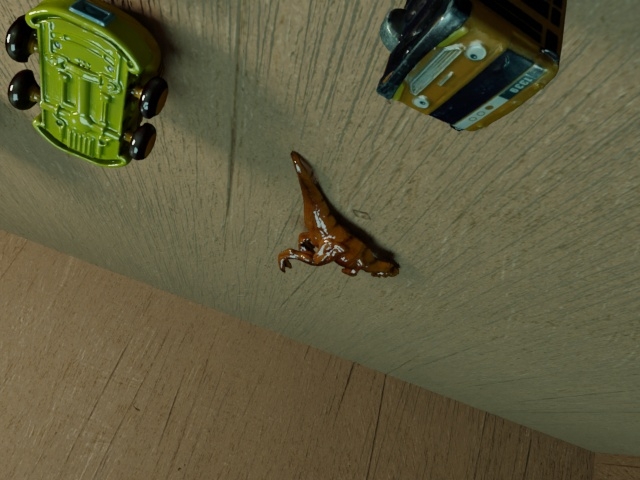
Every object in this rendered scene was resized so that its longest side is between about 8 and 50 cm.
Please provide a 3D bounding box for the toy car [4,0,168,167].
[{"bbox_3d":[-0.315,-0.231,0.670,0.200,0.142,0.248,25,136,-14],"label":"toy car"}]

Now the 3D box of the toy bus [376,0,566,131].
[{"bbox_3d":[0.122,-0.186,0.354,0.114,0.201,0.098,24,156,-15],"label":"toy bus"}]

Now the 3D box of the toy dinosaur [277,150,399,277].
[{"bbox_3d":[0.000,0.000,0.975,0.208,0.097,0.432,-17,142,34],"label":"toy dinosaur"}]
